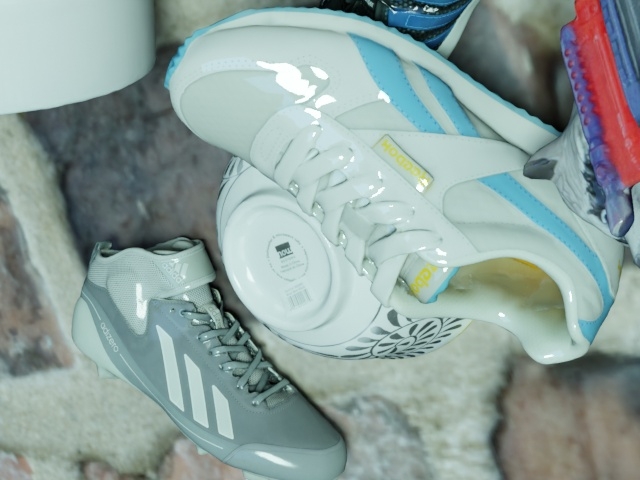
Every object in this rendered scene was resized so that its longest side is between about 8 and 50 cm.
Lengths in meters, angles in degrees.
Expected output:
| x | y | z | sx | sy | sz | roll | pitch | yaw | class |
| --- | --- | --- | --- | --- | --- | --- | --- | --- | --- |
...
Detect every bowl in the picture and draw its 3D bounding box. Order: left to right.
| x | y | z | sx | sy | sz | roll | pitch | yaw | class |
| --- | --- | --- | --- | --- | --- | --- | --- | --- | --- |
| 0.000 | 0.000 | 0.662 | 0.170 | 0.080 | 0.170 | 15 | 117 | 32 | bowl |

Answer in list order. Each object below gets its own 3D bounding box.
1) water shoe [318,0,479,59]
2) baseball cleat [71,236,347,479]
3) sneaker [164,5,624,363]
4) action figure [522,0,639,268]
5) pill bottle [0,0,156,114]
| x | y | z | sx | sy | sz | roll | pitch | yaw | class |
| --- | --- | --- | --- | --- | --- | --- | --- | --- | --- |
| 0.038 | -0.130 | 0.564 | 0.203 | 0.080 | 0.073 | -44 | 60 | 30 | water shoe |
| -0.067 | 0.065 | 0.745 | 0.206 | 0.072 | 0.109 | 26 | 116 | 21 | baseball cleat |
| 0.035 | -0.026 | 0.557 | 0.229 | 0.092 | 0.087 | 24 | 143 | -6 | sneaker |
| 0.222 | -0.039 | 0.429 | 0.330 | 0.179 | 0.341 | -16 | 74 | 44 | action figure |
| -0.186 | -0.270 | 0.590 | 0.224 | 0.224 | 0.392 | 12 | 115 | 32 | pill bottle |
